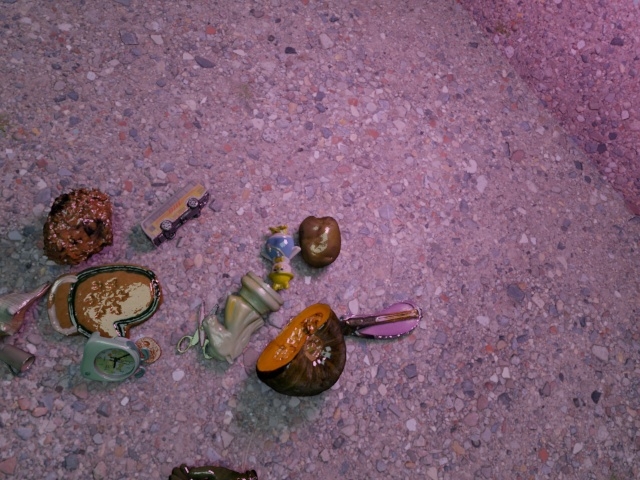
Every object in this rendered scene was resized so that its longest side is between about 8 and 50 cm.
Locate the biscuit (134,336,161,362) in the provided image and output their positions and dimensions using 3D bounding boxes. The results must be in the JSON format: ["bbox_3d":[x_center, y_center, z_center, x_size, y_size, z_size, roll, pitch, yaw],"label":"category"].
[{"bbox_3d":[-0.569,0.361,1.382,0.078,0.015,0.091,-40,85,-20],"label":"biscuit"}]

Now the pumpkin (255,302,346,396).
[{"bbox_3d":[-0.049,0.393,1.416,0.325,0.242,0.232,-41,115,-25],"label":"pumpkin"}]

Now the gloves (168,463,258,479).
[{"bbox_3d":[-0.322,0.732,1.274,0.268,0.135,0.107,13,29,-11],"label":"gloves"}]

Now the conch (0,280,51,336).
[{"bbox_3d":[-0.943,0.210,1.271,0.114,0.137,0.233,31,81,-17],"label":"conch"}]

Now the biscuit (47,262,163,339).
[{"bbox_3d":[-0.695,0.217,1.376,0.344,0.057,0.287,-7,74,-15],"label":"biscuit"}]

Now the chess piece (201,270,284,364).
[{"bbox_3d":[-0.274,0.261,1.421,0.176,0.176,0.298,40,78,1],"label":"chess piece"}]

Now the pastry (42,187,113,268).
[{"bbox_3d":[-0.753,-0.040,1.348,0.193,0.275,0.274,16,70,-17],"label":"pastry"}]

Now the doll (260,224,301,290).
[{"bbox_3d":[-0.144,0.064,1.535,0.135,0.099,0.240,3,70,-18],"label":"doll"}]

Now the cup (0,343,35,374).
[{"bbox_3d":[-0.925,0.362,1.286,0.083,0.075,0.054,28,32,0],"label":"cup"}]

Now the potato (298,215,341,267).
[{"bbox_3d":[-0.001,0.002,1.571,0.155,0.137,0.200,-8,72,11],"label":"potato"}]

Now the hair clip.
[{"bbox_3d":[0.226,0.303,1.570,0.359,0.095,0.110,-2,38,-22],"label":"hair clip"}]

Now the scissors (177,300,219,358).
[{"bbox_3d":[-0.400,0.300,1.439,0.134,0.020,0.187,16,72,-12],"label":"scissors"}]

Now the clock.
[{"bbox_3d":[-0.633,0.367,1.311,0.189,0.060,0.148,17,107,-18],"label":"clock"}]

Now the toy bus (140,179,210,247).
[{"bbox_3d":[-0.514,-0.098,1.504,0.106,0.092,0.268,39,68,10],"label":"toy bus"}]
